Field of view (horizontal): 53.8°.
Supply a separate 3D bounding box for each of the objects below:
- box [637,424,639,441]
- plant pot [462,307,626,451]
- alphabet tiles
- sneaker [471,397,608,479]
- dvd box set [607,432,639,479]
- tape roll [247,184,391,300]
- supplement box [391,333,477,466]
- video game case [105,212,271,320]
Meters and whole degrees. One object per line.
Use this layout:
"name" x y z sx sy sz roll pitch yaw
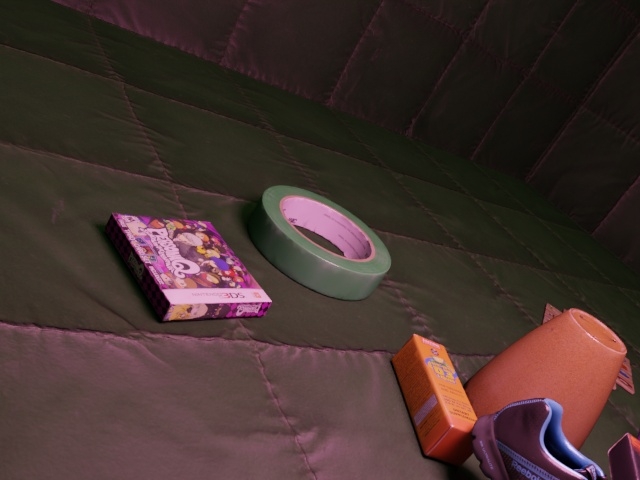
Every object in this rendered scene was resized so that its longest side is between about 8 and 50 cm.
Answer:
"box" 0.720 0.479 1.238 0.201 0.057 0.293 36 39 12
"plant pot" 0.436 0.260 1.174 0.237 0.254 0.237 26 24 -13
"alphabet tiles" 0.760 0.300 1.799 0.285 0.011 0.342 37 23 11
"sneaker" 0.344 0.388 0.881 0.125 0.139 0.341 -1 58 -51
"dvd box set" 0.659 0.525 0.988 0.420 0.062 0.307 37 23 9
"tape roll" 0.000 0.000 1.389 0.321 0.077 0.321 26 23 -12
"supplement box" 0.197 0.268 1.090 0.078 0.080 0.233 24 22 -21
"video game case" -0.223 0.043 1.071 0.210 0.042 0.232 6 34 -48
